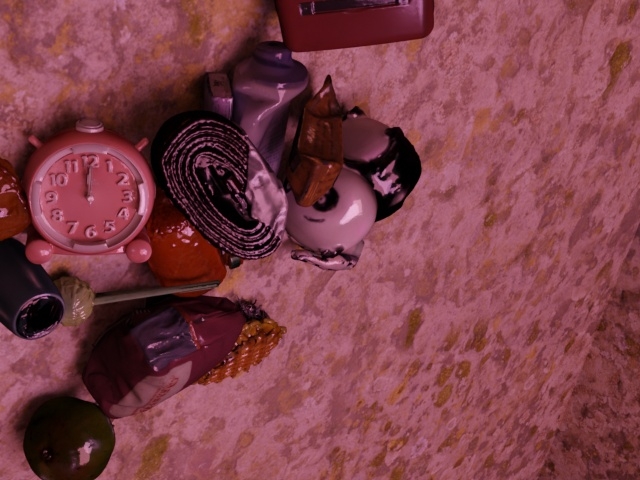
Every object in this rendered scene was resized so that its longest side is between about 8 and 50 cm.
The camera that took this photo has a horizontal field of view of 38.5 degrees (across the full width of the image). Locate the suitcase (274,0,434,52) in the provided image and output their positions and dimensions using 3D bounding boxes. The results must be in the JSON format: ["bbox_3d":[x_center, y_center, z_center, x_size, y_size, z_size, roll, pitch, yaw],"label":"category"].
[{"bbox_3d":[0.057,-0.470,1.655,0.297,0.161,0.236,-6,136,4],"label":"suitcase"}]

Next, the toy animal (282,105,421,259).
[{"bbox_3d":[0.053,-0.108,1.972,0.310,0.251,0.251,-44,142,-15],"label":"toy animal"}]

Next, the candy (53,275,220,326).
[{"bbox_3d":[-0.357,0.101,1.742,0.335,0.093,0.092,-7,110,-8],"label":"candy"}]

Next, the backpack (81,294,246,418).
[{"bbox_3d":[-0.305,0.205,1.882,0.317,0.197,0.283,-28,174,-45],"label":"backpack"}]

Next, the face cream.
[{"bbox_3d":[-0.114,-0.195,1.823,0.235,0.137,0.420,-51,157,-53],"label":"face cream"}]

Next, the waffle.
[{"bbox_3d":[-0.193,0.264,2.137,0.243,0.059,0.237,-44,161,26],"label":"waffle"}]

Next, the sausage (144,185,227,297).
[{"bbox_3d":[-0.274,0.005,1.800,0.141,0.153,0.268,-16,136,-3],"label":"sausage"}]

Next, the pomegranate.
[{"bbox_3d":[-0.500,0.403,1.894,0.187,0.187,0.225,-67,169,19],"label":"pomegranate"}]

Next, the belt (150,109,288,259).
[{"bbox_3d":[-0.179,-0.101,1.650,0.184,0.164,0.289,-39,113,-8],"label":"belt"}]

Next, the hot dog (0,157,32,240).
[{"bbox_3d":[-0.605,-0.041,1.444,0.272,0.122,0.196,-23,136,-18],"label":"hot dog"}]

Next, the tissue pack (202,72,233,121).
[{"bbox_3d":[-0.196,-0.224,1.726,0.051,0.112,0.156,0,124,-14],"label":"tissue pack"}]

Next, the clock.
[{"bbox_3d":[-0.402,-0.094,1.591,0.227,0.142,0.241,-1,114,-16],"label":"clock"}]

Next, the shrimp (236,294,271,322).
[{"bbox_3d":[-0.160,0.171,2.141,0.065,0.057,0.165,-29,150,-5],"label":"shrimp"}]

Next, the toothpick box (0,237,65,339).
[{"bbox_3d":[-0.521,0.086,1.580,0.120,0.184,0.120,-28,137,-30],"label":"toothpick box"}]

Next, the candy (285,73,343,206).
[{"bbox_3d":[-0.006,-0.208,1.839,0.101,0.271,0.143,16,139,-14],"label":"candy"}]

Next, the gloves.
[{"bbox_3d":[-0.001,-0.005,2.132,0.212,0.111,0.128,29,104,-24],"label":"gloves"}]

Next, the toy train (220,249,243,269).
[{"bbox_3d":[-0.172,0.023,1.997,0.103,0.064,0.044,-19,131,-36],"label":"toy train"}]
